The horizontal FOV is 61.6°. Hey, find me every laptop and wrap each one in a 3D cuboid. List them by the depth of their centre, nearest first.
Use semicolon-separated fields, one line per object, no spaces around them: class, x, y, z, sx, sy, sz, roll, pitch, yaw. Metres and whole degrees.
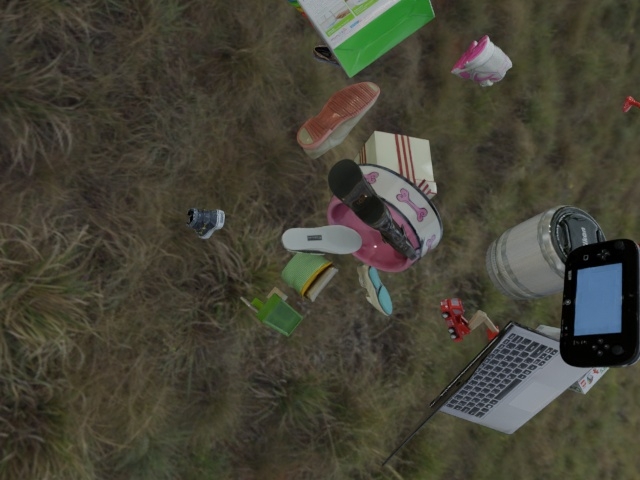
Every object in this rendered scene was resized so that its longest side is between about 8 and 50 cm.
laptop;0.414;0.408;1.291;0.236;0.408;0.382;-81;-165;-51

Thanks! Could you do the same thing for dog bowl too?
dog bowl;0.198;-0.057;1.826;0.150;0.408;0.408;-49;133;-27

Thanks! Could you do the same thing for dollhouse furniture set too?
dollhouse furniture set;-0.112;0.139;1.823;0.301;0.197;0.151;-51;136;-5

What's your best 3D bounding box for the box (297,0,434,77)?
box;0.109;-0.592;1.359;0.262;0.231;0.127;-34;150;9

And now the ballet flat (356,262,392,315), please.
ballet flat;0.198;0.182;2.024;0.086;0.086;0.248;-42;123;-31

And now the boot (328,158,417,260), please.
boot;0.136;-0.072;1.383;0.091;0.263;0.229;-38;145;9

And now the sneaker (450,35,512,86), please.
sneaker;0.424;-0.455;1.413;0.103;0.111;0.252;-52;-174;15

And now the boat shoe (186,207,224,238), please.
boat shoe;-0.322;-0.051;1.425;0.083;0.183;0.065;9;75;-27

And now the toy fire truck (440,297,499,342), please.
toy fire truck;0.434;0.238;1.549;0.047;0.135;0.192;-79;148;-55

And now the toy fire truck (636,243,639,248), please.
toy fire truck;0.906;0.151;1.395;0.169;0.254;0.302;29;86;-53

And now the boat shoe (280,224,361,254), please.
boat shoe;0.000;0.000;1.451;0.219;0.070;0.077;3;79;-11

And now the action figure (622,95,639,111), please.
action figure;0.907;-0.266;1.365;0.091;0.280;0.139;-28;134;-5

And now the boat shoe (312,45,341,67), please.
boat shoe;0.058;-0.700;2.039;0.066;0.183;0.066;-4;103;-83

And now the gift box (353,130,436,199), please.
gift box;0.253;-0.222;1.912;0.255;0.276;0.258;4;67;-13

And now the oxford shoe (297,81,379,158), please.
oxford shoe;0.078;-0.487;2.173;0.397;0.140;0.146;-37;154;-4

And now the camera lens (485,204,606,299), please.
camera lens;0.629;0.040;1.501;0.219;0.274;0.219;8;68;-22

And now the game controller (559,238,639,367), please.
game controller;0.632;0.139;1.212;0.067;0.166;0.319;45;51;-36

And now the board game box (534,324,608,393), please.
board game box;0.755;0.363;1.689;0.193;0.305;0.053;-37;103;-17

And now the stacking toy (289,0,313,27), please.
stacking toy;-0.055;-0.794;1.726;0.330;0.141;0.141;32;78;-54
